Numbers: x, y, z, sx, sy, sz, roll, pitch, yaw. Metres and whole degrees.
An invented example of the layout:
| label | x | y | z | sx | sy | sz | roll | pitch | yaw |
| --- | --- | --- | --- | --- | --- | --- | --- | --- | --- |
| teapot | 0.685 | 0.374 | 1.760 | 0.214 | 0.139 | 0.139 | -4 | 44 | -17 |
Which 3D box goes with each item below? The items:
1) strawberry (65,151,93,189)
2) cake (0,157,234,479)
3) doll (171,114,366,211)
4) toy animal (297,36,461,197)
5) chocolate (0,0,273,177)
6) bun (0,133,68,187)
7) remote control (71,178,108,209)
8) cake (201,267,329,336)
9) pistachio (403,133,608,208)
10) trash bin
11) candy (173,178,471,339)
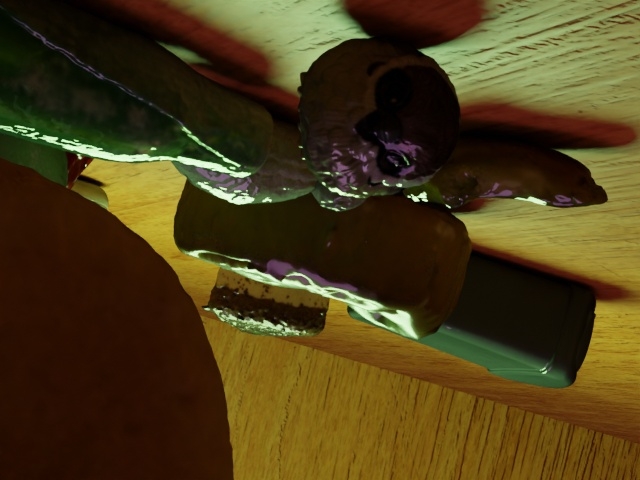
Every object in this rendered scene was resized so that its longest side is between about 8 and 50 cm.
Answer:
| label | x | y | z | sx | sy | sz | roll | pitch | yaw |
| --- | --- | --- | --- | --- | --- | --- | --- | --- | --- |
| strawberry | -0.319 | -0.052 | 1.534 | 0.234 | 0.178 | 0.234 | 12 | 166 | 3 |
| cake | -0.254 | 0.111 | 0.903 | 0.332 | 0.332 | 0.321 | 21 | 170 | -37 |
| doll | -0.061 | -0.068 | 1.307 | 0.214 | 0.072 | 0.103 | 10 | -163 | -26 |
| toy animal | 0.040 | -0.074 | 1.027 | 0.098 | 0.098 | 0.137 | 13 | -165 | 14 |
| chocolate | -0.160 | -0.104 | 1.146 | 0.291 | 0.110 | 0.110 | 17 | 172 | -33 |
| bun | -0.292 | -0.087 | 1.278 | 0.283 | 0.179 | 0.283 | 22 | 155 | 11 |
| remote control | -0.340 | -0.069 | 1.917 | 0.221 | 0.042 | 0.078 | 17 | 173 | -10 |
| cake | -0.037 | 0.058 | 1.986 | 0.135 | 0.112 | 0.246 | 10 | 171 | 12 |
| pistachio | 0.116 | -0.048 | 1.184 | 0.089 | 0.049 | 0.173 | -11 | -170 | -42 |
| trash bin | 0.163 | 0.074 | 1.782 | 0.236 | 0.101 | 0.176 | 19 | 173 | -15 |
| candy | 0.000 | 0.000 | 1.498 | 0.260 | 0.118 | 0.260 | 16 | 174 | 2 |
